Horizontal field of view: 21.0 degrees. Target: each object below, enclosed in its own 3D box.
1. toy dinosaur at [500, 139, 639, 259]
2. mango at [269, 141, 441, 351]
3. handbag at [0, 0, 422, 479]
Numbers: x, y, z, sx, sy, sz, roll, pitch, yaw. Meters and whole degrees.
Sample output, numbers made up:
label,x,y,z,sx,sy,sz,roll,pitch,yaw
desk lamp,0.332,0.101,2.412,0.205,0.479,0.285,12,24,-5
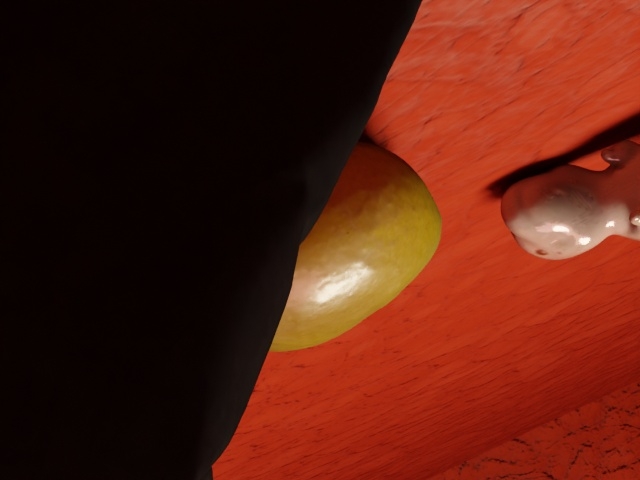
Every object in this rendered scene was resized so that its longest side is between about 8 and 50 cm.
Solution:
label,x,y,z,sx,sy,sz,roll,pitch,yaw
toy dinosaur,0.232,-0.014,1.121,0.177,0.152,0.194,-26,162,34
mango,0.000,0.000,0.854,0.130,0.092,0.195,-37,172,29
handbag,-0.117,0.003,0.523,0.178,0.275,0.302,27,146,-17
